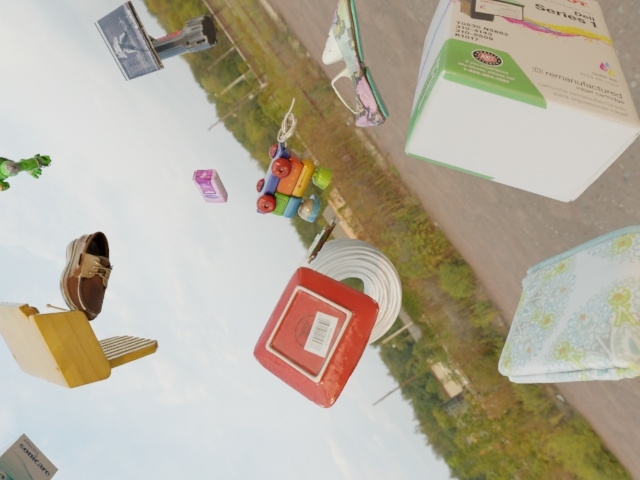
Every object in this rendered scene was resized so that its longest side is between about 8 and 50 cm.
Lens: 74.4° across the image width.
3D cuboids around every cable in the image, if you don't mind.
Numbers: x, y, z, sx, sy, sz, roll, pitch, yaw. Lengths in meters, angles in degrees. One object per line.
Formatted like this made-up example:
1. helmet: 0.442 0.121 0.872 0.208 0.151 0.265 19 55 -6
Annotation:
1. cable: 0.059 0.125 0.973 0.089 0.257 0.257 -132 22 -71

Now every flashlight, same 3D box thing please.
1. flashlight: -0.443 -0.587 1.240 0.103 0.304 0.103 -63 -40 -52

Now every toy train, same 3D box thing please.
1. toy train: -0.037 -0.156 0.893 0.143 0.248 0.105 17 -152 -19

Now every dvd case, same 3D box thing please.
1. dvd case: -0.515 -0.526 1.133 0.221 0.018 0.164 9 132 43

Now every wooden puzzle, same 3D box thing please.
1. wooden puzzle: 0.000 0.000 0.579 0.006 0.083 0.049 35 -158 10

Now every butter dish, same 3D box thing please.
1. butter dish: 0.009 0.143 0.625 0.160 0.160 0.118 22 171 36

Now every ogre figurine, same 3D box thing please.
1. ogre figurine: -0.823 -0.182 1.091 0.118 0.197 0.096 -88 6 -72

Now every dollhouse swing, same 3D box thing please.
1. dollhouse swing: -0.736 0.269 1.300 0.305 0.347 0.315 -34 -67 -48

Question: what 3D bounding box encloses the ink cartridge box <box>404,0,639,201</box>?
1. ink cartridge box: 0.231 -0.206 0.517 0.117 0.201 0.278 106 -179 -54

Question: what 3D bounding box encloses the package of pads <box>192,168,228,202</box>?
1. package of pads: -0.230 -0.112 0.887 0.083 0.050 0.032 77 -166 -57

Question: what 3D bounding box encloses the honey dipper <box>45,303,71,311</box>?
1. honey dipper: -1.001 0.279 1.674 0.161 0.030 0.030 25 -160 -27

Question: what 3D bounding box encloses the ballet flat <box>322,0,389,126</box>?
1. ballet flat: 0.051 -0.292 0.717 0.077 0.079 0.221 -78 -31 -53

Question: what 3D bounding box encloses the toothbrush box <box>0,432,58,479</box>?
1. toothbrush box: -0.710 0.562 0.826 0.126 0.216 0.295 55 177 -10

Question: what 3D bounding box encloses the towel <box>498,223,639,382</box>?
1. towel: 0.562 0.156 0.928 0.090 0.320 0.374 29 156 -1

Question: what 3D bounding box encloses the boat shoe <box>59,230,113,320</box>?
1. boat shoe: -0.699 0.092 1.279 0.123 0.116 0.324 48 -168 -53
